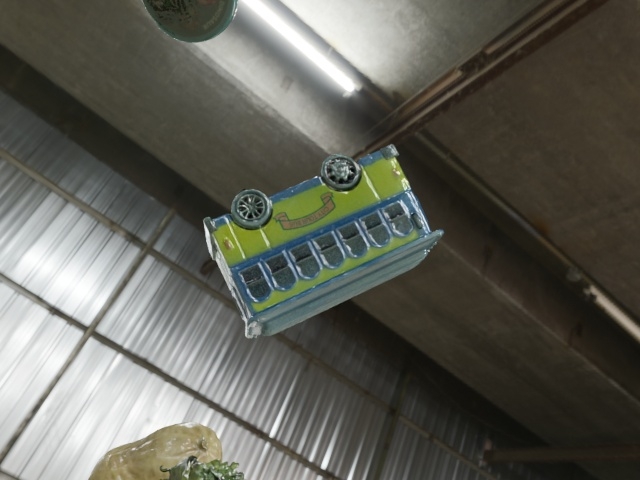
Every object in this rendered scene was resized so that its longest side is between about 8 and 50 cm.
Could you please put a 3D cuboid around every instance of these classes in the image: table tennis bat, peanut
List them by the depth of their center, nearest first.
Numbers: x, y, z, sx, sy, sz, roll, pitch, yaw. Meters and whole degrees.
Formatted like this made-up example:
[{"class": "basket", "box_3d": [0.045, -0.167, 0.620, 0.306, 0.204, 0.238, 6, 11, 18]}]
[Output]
[{"class": "table tennis bat", "box_3d": [-0.196, -0.340, 0.759, 0.201, 0.033, 0.124, 37, -67, -15]}, {"class": "peanut", "box_3d": [-0.277, 0.389, 1.028, 0.224, 0.129, 0.129, -18, -30, -15]}]

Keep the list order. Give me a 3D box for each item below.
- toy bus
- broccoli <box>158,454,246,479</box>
[{"class": "toy bus", "box_3d": [0.000, 0.000, 0.899, 0.190, 0.312, 0.152, 62, -15, 14]}, {"class": "broccoli", "box_3d": [-0.191, 0.409, 0.767, 0.246, 0.247, 0.288, -15, -26, 14]}]
